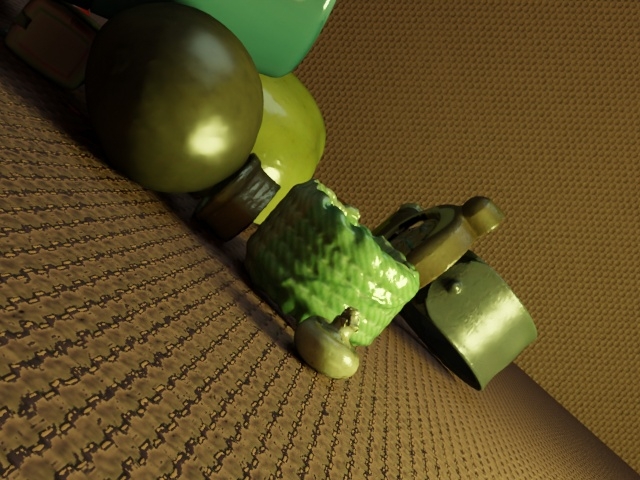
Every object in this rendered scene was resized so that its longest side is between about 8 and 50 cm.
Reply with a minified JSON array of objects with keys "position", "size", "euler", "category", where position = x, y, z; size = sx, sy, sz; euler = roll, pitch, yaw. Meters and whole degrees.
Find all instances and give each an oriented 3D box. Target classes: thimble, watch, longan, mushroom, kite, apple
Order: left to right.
[{"position":[-0.272,-0.131,1.094],"size":[0.189,0.009,0.232],"euler":[41,6,-9],"category":"kite"},{"position":[-0.181,-0.172,0.999],"size":[0.248,0.248,0.248],"euler":[41,6,-6],"category":"longan"},{"position":[-0.174,-0.197,1.349],"size":[0.360,0.312,0.320],"euler":[37,-21,-11],"category":"apple"},{"position":[0.011,0.033,1.062],"size":[0.219,0.150,0.219],"euler":[41,7,-6],"category":"thimble"},{"position":[0.016,0.108,0.901],"size":[0.085,0.079,0.085],"euler":[44,5,-5],"category":"mushroom"},{"position":[0.248,0.112,1.597],"size":[0.327,0.314,0.335],"euler":[53,-8,-16],"category":"watch"}]

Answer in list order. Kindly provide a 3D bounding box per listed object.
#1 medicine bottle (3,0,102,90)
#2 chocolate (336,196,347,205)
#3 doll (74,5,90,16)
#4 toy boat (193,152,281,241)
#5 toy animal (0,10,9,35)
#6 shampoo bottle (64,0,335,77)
[{"position":[-0.369,-0.288,1.183],"size":[0.119,0.094,0.188],"euler":[36,8,-15],"category":"medicine bottle"},{"position":[0.013,-0.018,1.606],"size":[0.127,0.124,0.133],"euler":[-131,-157,-63],"category":"chocolate"},{"position":[-0.562,-0.529,1.764],"size":[0.245,0.076,0.142],"euler":[49,8,28],"category":"doll"},{"position":[-0.110,-0.057,1.107],"size":[0.061,0.116,0.188],"euler":[47,4,-10],"category":"toy boat"},{"position":[-0.451,-0.307,1.120],"size":[0.084,0.028,0.050],"euler":[36,0,-38],"category":"toy animal"},{"position":[-0.154,-0.428,1.124],"size":[0.342,0.331,0.331],"euler":[18,15,-20],"category":"shampoo bottle"}]
